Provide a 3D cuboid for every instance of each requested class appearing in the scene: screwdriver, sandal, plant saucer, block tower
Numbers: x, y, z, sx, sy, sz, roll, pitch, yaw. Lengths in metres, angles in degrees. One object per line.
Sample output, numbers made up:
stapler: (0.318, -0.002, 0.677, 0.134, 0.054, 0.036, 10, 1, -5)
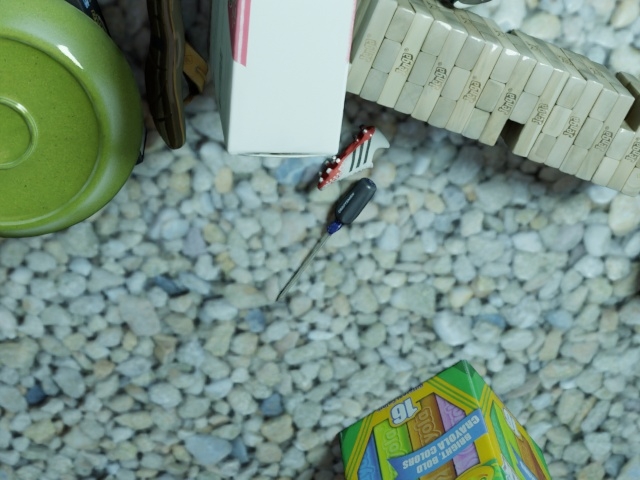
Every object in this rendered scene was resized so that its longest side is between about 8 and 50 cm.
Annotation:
screwdriver: (0.000, 0.000, 1.102, 0.025, 0.024, 0.170, 45, 117, 5)
sandal: (-0.124, -0.164, 0.969, 0.049, 0.072, 0.180, -9, 118, -24)
plant saucer: (-0.271, -0.097, 0.922, 0.241, 0.037, 0.241, -3, 122, -5)
block tower: (0.167, -0.141, 0.993, 0.335, 0.091, 0.097, 16, 116, -15)

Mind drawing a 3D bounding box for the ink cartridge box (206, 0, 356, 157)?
ink cartridge box: (-0.038, -0.182, 0.873, 0.092, 0.218, 0.158, 0, 120, -12)

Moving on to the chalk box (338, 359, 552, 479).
chalk box: (0.149, 0.302, 1.134, 0.179, 0.289, 0.180, -33, 118, 13)

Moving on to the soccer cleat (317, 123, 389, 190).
soccer cleat: (0.031, -0.075, 1.053, 0.035, 0.029, 0.083, 38, 105, -19)

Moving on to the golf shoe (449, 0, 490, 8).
golf shoe: (0.108, -0.280, 0.914, 0.094, 0.077, 0.198, -30, 118, 11)

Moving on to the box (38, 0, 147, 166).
box: (-0.335, -0.164, 0.937, 0.295, 0.073, 0.293, -16, 120, 4)
